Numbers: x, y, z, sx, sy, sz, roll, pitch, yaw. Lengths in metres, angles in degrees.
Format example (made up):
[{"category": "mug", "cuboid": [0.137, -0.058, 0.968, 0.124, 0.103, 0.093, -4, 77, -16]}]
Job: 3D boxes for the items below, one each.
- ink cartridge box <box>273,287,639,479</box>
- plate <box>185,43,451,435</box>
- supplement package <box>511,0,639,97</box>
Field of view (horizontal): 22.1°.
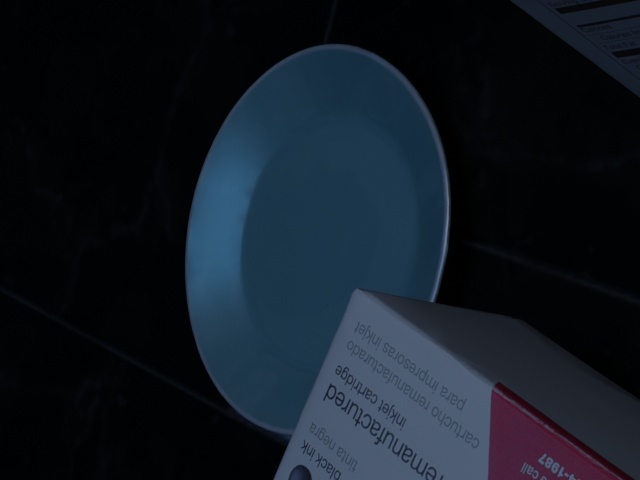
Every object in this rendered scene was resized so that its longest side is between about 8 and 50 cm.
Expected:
[{"category": "ink cartridge box", "cuboid": [0.049, 0.163, 0.595, 0.172, 0.100, 0.237, 35, 108, 46]}, {"category": "plate", "cuboid": [0.000, 0.000, 0.784, 0.188, 0.024, 0.188, -11, 76, 46]}, {"category": "supplement package", "cuboid": [0.166, -0.196, 0.497, 0.204, 0.145, 0.262, -7, 62, 47]}]
